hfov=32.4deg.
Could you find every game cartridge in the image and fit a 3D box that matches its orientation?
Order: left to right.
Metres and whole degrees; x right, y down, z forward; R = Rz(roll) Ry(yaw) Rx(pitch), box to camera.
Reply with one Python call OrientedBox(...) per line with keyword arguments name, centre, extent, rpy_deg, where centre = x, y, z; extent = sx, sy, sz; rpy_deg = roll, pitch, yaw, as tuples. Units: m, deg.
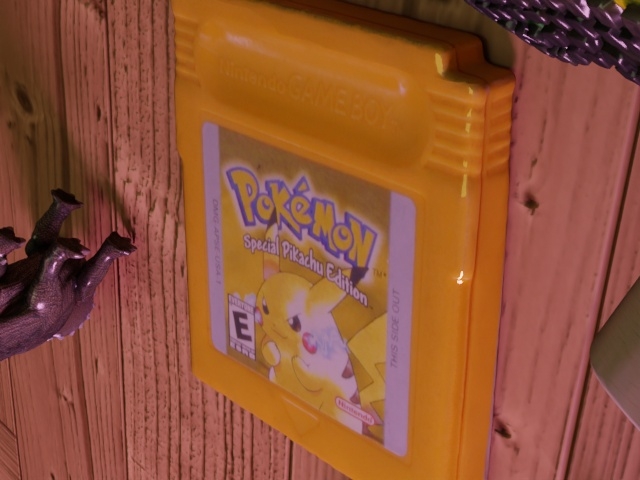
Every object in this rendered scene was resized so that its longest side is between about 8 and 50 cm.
OrientedBox(name="game cartridge", centre=(0.000, 0.000, 0.749), extent=(0.285, 0.053, 0.323), rpy_deg=(24, 126, 42))

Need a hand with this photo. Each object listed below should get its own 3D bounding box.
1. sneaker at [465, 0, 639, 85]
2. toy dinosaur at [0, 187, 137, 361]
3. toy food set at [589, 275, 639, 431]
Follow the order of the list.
OrientedBox(name="sneaker", centre=(0.127, -0.152, 0.466), extent=(0.146, 0.134, 0.343), rpy_deg=(-56, 40, 6))
OrientedBox(name="toy dinosaur", centre=(-0.263, 0.050, 0.971), extent=(0.121, 0.313, 0.160), rpy_deg=(32, 111, 3))
OrientedBox(name="toy food set", centre=(0.258, 0.054, 0.392), extent=(0.306, 0.092, 0.219), rpy_deg=(52, 124, 37))
